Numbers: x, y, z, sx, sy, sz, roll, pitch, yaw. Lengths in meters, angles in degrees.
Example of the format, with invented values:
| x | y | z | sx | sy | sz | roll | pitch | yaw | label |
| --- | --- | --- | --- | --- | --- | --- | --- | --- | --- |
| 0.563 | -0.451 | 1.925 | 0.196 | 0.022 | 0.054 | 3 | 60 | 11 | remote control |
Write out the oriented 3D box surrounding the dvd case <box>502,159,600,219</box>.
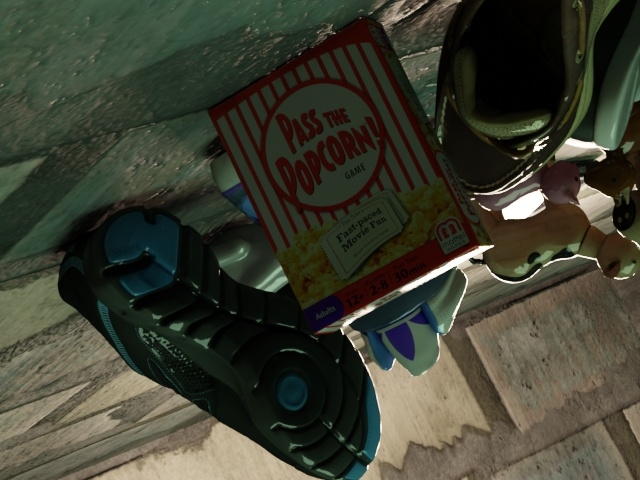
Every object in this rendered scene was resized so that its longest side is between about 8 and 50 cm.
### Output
| x | y | z | sx | sy | sz | roll | pitch | yaw | label |
| --- | --- | --- | --- | --- | --- | --- | --- | --- | --- |
| 0.297 | -0.060 | 2.535 | 0.179 | 0.029 | 0.239 | -32 | 170 | 28 | dvd case |

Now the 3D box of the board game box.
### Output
| x | y | z | sx | sy | sz | roll | pitch | yaw | label |
| --- | --- | --- | --- | --- | --- | --- | --- | --- | --- |
| 0.021 | -0.047 | 1.309 | 0.147 | 0.193 | 0.045 | -30 | 169 | 19 | board game box |

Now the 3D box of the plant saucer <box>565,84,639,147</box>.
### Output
| x | y | z | sx | sy | sz | roll | pitch | yaw | label |
| --- | --- | --- | --- | --- | --- | --- | --- | --- | --- |
| 0.393 | -0.160 | 2.211 | 0.195 | 0.037 | 0.195 | -26 | 172 | -4 | plant saucer |

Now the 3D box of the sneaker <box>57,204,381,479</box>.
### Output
| x | y | z | sx | sy | sz | roll | pitch | yaw | label |
| --- | --- | --- | --- | --- | --- | --- | --- | --- | --- |
| -0.086 | 0.097 | 1.569 | 0.140 | 0.341 | 0.125 | -22 | -150 | 54 | sneaker |

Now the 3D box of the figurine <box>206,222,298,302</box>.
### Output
| x | y | z | sx | sy | sz | roll | pitch | yaw | label |
| --- | --- | --- | --- | --- | --- | --- | --- | --- | --- |
| 0.000 | 0.000 | 1.833 | 0.209 | 0.092 | 0.215 | -37 | 155 | 18 | figurine |

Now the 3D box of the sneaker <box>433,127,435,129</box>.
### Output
| x | y | z | sx | sy | sz | roll | pitch | yaw | label |
| --- | --- | --- | --- | --- | --- | --- | --- | --- | --- |
| 0.174 | -0.088 | 1.844 | 0.093 | 0.088 | 0.225 | -32 | 170 | 25 | sneaker |

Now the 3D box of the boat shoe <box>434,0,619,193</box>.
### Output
| x | y | z | sx | sy | sz | roll | pitch | yaw | label |
| --- | --- | --- | --- | --- | --- | --- | --- | --- | --- |
| 0.132 | -0.123 | 1.228 | 0.123 | 0.123 | 0.342 | -49 | 172 | -30 | boat shoe |

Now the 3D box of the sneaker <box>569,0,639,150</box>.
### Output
| x | y | z | sx | sy | sz | roll | pitch | yaw | label |
| --- | --- | --- | --- | --- | --- | --- | --- | --- | --- |
| 0.203 | -0.176 | 1.449 | 0.295 | 0.147 | 0.104 | -57 | 156 | -55 | sneaker |

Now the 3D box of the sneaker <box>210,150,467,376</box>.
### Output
| x | y | z | sx | sy | sz | roll | pitch | yaw | label |
| --- | --- | --- | --- | --- | --- | --- | --- | --- | --- |
| 0.040 | 0.009 | 1.544 | 0.130 | 0.236 | 0.323 | -29 | 171 | 18 | sneaker |

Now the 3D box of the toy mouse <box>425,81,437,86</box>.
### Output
| x | y | z | sx | sy | sz | roll | pitch | yaw | label |
| --- | --- | --- | --- | --- | --- | --- | --- | --- | --- |
| 0.182 | -0.157 | 1.649 | 0.161 | 0.031 | 0.143 | -27 | 171 | 3 | toy mouse |

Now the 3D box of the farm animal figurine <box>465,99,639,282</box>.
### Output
| x | y | z | sx | sy | sz | roll | pitch | yaw | label |
| --- | --- | --- | --- | --- | --- | --- | --- | --- | --- |
| 0.318 | -0.049 | 1.679 | 0.327 | 0.172 | 0.330 | -15 | 167 | -23 | farm animal figurine |
